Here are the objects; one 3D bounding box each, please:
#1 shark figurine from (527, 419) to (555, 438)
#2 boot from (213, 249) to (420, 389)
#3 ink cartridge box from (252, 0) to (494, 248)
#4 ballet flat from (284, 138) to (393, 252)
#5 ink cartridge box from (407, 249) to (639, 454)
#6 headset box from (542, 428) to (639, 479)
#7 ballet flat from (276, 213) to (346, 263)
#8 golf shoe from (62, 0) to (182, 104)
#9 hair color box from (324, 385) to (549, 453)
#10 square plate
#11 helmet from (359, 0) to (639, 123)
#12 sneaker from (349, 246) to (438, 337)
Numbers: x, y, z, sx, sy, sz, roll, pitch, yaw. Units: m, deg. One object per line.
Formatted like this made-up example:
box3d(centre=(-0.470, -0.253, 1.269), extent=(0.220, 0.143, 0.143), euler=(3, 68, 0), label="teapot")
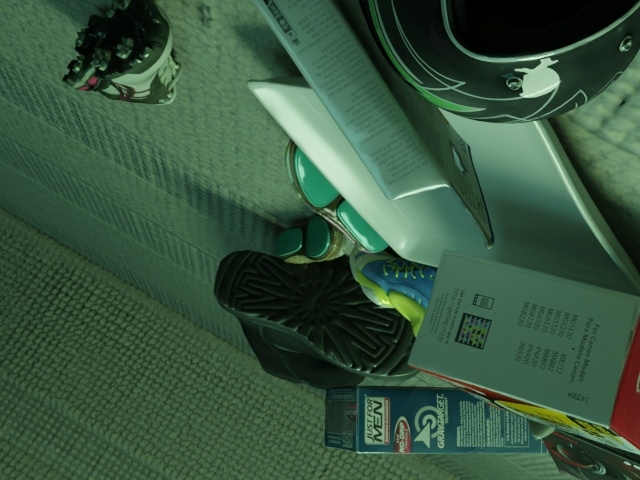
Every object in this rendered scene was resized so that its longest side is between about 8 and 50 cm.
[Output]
box3d(centre=(0.265, 0.135, 1.222), extent=(0.278, 0.166, 0.116), euler=(39, 149, 50), label="shark figurine")
box3d(centre=(0.024, 0.191, 1.566), extent=(0.367, 0.146, 0.445), euler=(24, 159, 18), label="boot")
box3d(centre=(0.037, -0.112, 0.622), extent=(0.224, 0.045, 0.223), euler=(54, -164, -15), label="ink cartridge box")
box3d(centre=(0.014, -0.066, 1.087), extent=(0.221, 0.077, 0.079), euler=(45, -178, -40), label="ballet flat")
box3d(centre=(0.280, 0.137, 0.952), extent=(0.272, 0.130, 0.309), euler=(14, 170, 30), label="ink cartridge box")
box3d(centre=(0.451, 0.305, 1.303), extent=(0.218, 0.110, 0.293), euler=(20, 160, 32), label="headset box")
box3d(centre=(0.000, 0.000, 1.326), extent=(0.067, 0.073, 0.206), euler=(8, 176, -23), label="ballet flat")
box3d(centre=(-0.203, -0.211, 1.020), extent=(0.120, 0.105, 0.273), euler=(22, 175, -27), label="golf shoe")
box3d(centre=(0.196, 0.293, 1.462), extent=(0.347, 0.105, 0.174), euler=(4, 169, -16), label="hair color box")
box3d(centre=(0.137, -0.057, 0.911), extent=(0.344, 0.049, 0.347), euler=(14, 156, 46), label="square plate")
box3d(centre=(0.103, -0.147, 0.509), extent=(0.161, 0.169, 0.169), euler=(55, 157, -16), label="helmet")
box3d(centre=(0.142, 0.054, 1.206), extent=(0.240, 0.091, 0.126), euler=(44, 128, 28), label="sneaker")
